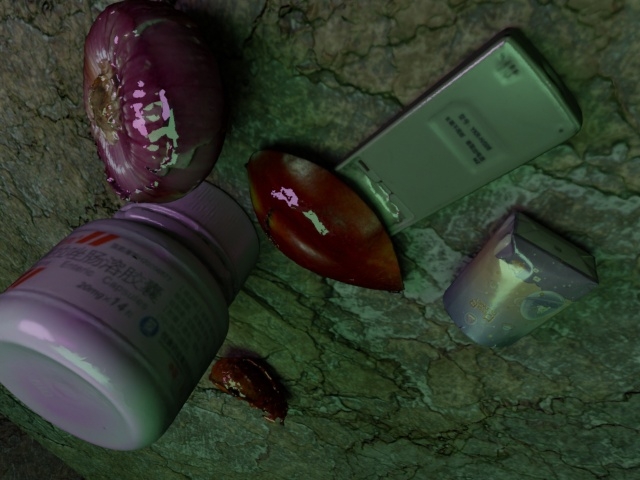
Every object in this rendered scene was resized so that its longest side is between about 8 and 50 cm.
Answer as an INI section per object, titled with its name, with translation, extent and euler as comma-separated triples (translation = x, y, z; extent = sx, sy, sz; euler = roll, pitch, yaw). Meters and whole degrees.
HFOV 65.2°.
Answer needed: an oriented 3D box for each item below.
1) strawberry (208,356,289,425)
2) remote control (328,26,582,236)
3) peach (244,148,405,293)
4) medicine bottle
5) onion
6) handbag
[strawberry]
translation = -0.135, 0.291, 1.001
extent = 0.188, 0.082, 0.121
euler = 39, 155, -23
[remote control]
translation = 0.125, -0.096, 0.554
extent = 0.123, 0.038, 0.285
euler = 43, 136, -12
[peach]
translation = -0.003, 0.002, 0.661
extent = 0.279, 0.068, 0.189
euler = 40, 150, -7
[medicine bottle]
translation = -0.244, 0.081, 0.686
extent = 0.256, 0.325, 0.256
euler = 15, 134, 16
[onion]
translation = -0.173, -0.152, 0.577
extent = 0.230, 0.163, 0.230
euler = 14, 107, 53
[handbag]
translation = 0.226, 0.062, 0.599
extent = 0.117, 0.095, 0.173
euler = 32, 132, 2
